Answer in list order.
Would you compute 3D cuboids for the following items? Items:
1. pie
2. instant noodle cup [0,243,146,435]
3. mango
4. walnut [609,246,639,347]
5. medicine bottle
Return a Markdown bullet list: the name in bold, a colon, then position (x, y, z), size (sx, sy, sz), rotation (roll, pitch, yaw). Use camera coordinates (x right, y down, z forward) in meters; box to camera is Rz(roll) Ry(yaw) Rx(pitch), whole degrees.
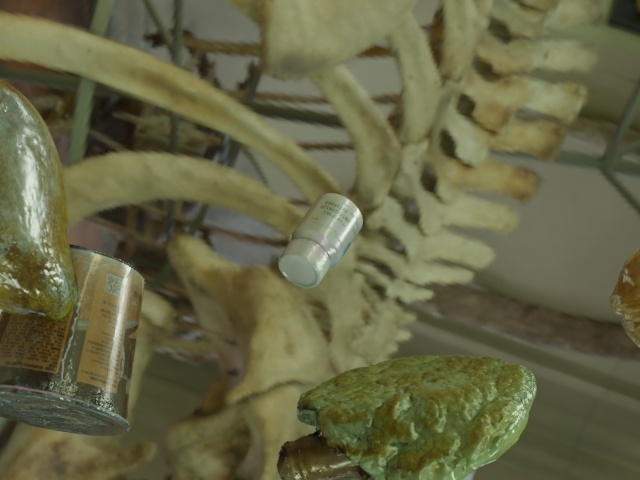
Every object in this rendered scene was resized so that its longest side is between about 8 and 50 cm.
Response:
- **pie**: position (0.103, 0.198, 1.334), size (0.257, 0.274, 0.105), rotation (-42, 123, -50)
- **instant noodle cup**: position (-0.332, 0.129, 1.506), size (0.217, 0.217, 0.207), rotation (93, 7, -69)
- **mango**: position (-0.374, -0.047, 1.332), size (0.193, 0.146, 0.316), rotation (-32, 103, -53)
- **walnut**: position (0.464, 0.075, 1.536), size (0.207, 0.159, 0.159), rotation (4, 106, -67)
- **medicine bottle**: position (0.000, 0.000, 1.091), size (0.089, 0.052, 0.052), rotation (-55, 165, -38)
